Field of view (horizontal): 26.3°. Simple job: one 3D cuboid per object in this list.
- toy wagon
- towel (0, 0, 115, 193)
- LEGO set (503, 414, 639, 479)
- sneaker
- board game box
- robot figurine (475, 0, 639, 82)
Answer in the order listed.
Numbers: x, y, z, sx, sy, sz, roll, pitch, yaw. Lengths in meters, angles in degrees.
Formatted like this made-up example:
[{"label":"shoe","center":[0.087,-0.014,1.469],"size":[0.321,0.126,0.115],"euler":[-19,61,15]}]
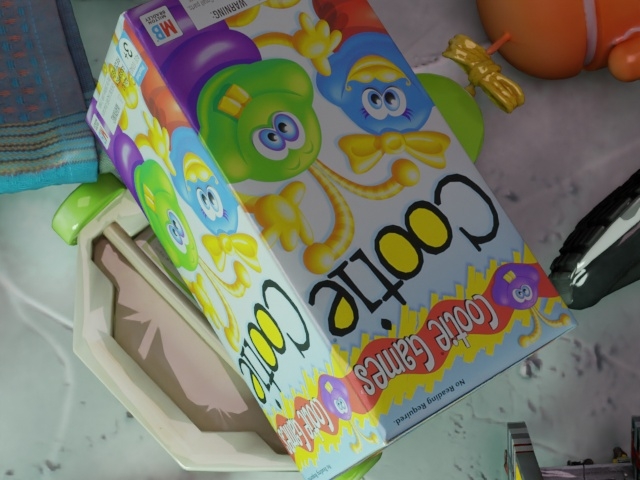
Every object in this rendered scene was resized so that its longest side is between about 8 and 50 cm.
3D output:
[{"label":"toy wagon","center":[0.000,0.000,0.936],"size":[0.344,0.068,0.267],"euler":[-43,83,-11]},{"label":"towel","center":[-0.334,-0.133,0.867],"size":[0.370,0.040,0.271],"euler":[-7,60,-24]},{"label":"LEGO set","center":[0.247,0.226,0.878],"size":[0.331,0.192,0.255],"euler":[-11,110,3]},{"label":"sneaker","center":[0.290,-0.024,0.935],"size":[0.283,0.107,0.124],"euler":[-38,89,-7]},{"label":"board game box","center":[-0.003,-0.014,0.815],"size":[0.142,0.144,0.275],"euler":[-28,80,-25]},{"label":"robot figurine","center":[0.201,-0.187,0.949],"size":[0.219,0.128,0.158],"euler":[-18,92,-6]}]
